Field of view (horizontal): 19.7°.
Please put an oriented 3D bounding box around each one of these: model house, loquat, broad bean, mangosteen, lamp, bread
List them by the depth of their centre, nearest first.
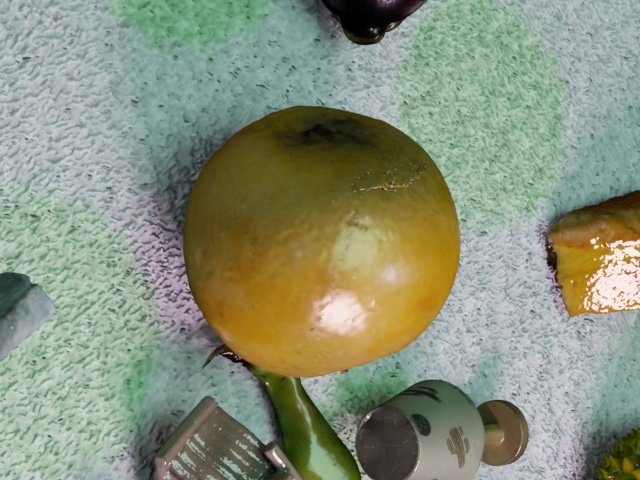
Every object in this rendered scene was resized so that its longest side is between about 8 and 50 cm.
[{"bbox_3d":[0.000,0.000,1.702,0.263,0.263,0.263,1,88,-40],"label":"loquat"},{"bbox_3d":[-0.100,0.262,1.703,0.229,0.122,0.188,-50,116,-26],"label":"model house"},{"bbox_3d":[-0.017,0.221,1.820,0.098,0.056,0.318,-45,111,-25],"label":"broad bean"},{"bbox_3d":[0.053,-0.263,1.857,0.137,0.137,0.151,-29,141,-37],"label":"mangosteen"},{"bbox_3d":[0.129,0.203,1.902,0.214,0.121,0.121,-1,89,-51],"label":"lamp"},{"bbox_3d":[0.390,0.010,2.115,0.260,0.134,0.129,-14,99,-39],"label":"bread"}]

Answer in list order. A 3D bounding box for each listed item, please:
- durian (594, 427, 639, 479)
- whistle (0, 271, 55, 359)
[{"bbox_3d":[0.401,0.301,2.089,0.237,0.176,0.200,-9,85,-45],"label":"durian"},{"bbox_3d":[-0.363,0.185,1.456,0.188,0.168,0.405,31,65,-36],"label":"whistle"}]
